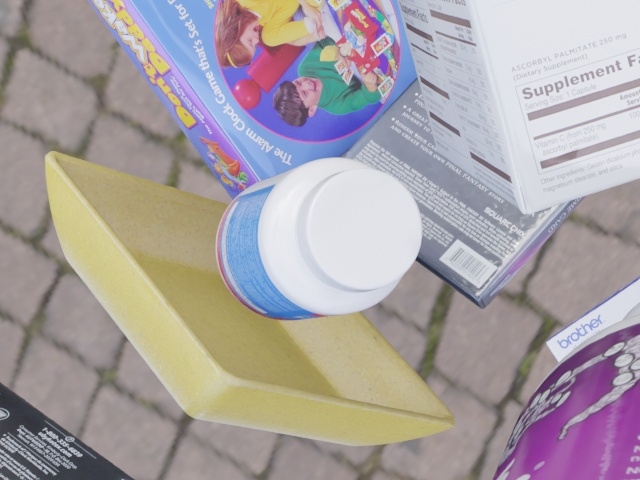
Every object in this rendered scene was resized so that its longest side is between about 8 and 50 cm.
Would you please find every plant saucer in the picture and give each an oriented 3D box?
[{"bbox_3d":[-0.080,0.074,1.725,0.081,0.333,0.333,-55,51,16],"label":"plant saucer"}]

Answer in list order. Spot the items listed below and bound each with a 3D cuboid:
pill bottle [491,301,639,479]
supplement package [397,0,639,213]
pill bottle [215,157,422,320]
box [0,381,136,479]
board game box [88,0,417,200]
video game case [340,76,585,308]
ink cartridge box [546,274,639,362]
[{"bbox_3d":[0.136,0.124,0.674,0.169,0.301,0.169,7,113,16],"label":"pill bottle"},{"bbox_3d":[0.181,-0.135,0.935,0.262,0.204,0.145,-17,103,-5],"label":"supplement package"},{"bbox_3d":[0.000,0.000,1.484,0.124,0.124,0.221,61,164,-5],"label":"pill bottle"},{"bbox_3d":[-0.216,0.215,1.236,0.247,0.163,0.142,29,123,37],"label":"box"},{"bbox_3d":[-0.070,-0.230,1.665,0.347,0.233,0.078,55,157,-13],"label":"board game box"},{"bbox_3d":[0.158,-0.095,1.615,0.196,0.026,0.274,37,78,31],"label":"video game case"},{"bbox_3d":[0.256,0.025,1.285,0.207,0.097,0.046,-36,84,14],"label":"ink cartridge box"}]
